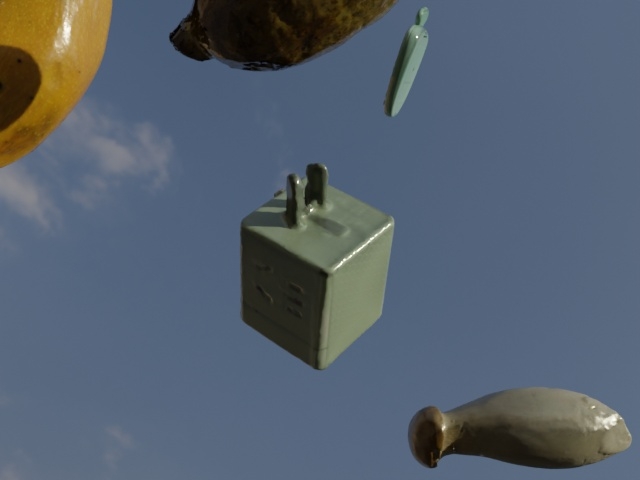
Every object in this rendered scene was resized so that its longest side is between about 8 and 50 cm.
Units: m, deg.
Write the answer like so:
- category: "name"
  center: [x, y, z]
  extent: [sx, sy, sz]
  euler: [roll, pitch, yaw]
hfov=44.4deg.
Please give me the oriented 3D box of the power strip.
- category: "power strip"
  center: [-0.005, 0.015, 0.930]
  extent: [0.140, 0.139, 0.224]
  euler: [31, -43, 27]

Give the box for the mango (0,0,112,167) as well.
- category: "mango"
  center: [-0.354, -0.241, 0.932]
  extent: [0.187, 0.359, 0.144]
  euler: [30, -15, -10]

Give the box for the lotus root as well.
- category: "lotus root"
  center: [-0.031, -0.239, 0.755]
  extent: [0.260, 0.145, 0.128]
  euler: [-22, -59, 10]

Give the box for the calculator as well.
- category: "calculator"
  center: [0.118, -0.241, 1.067]
  extent: [0.021, 0.095, 0.153]
  euler: [24, -73, 11]

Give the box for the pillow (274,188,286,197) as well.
- category: "pillow"
  center: [0.000, 0.000, 1.369]
  extent: [0.208, 0.119, 0.053]
  euler: [30, -38, -23]

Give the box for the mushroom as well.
- category: "mushroom"
  center: [0.310, 0.298, 1.227]
  extent: [0.350, 0.128, 0.128]
  euler: [-3, -56, -4]
